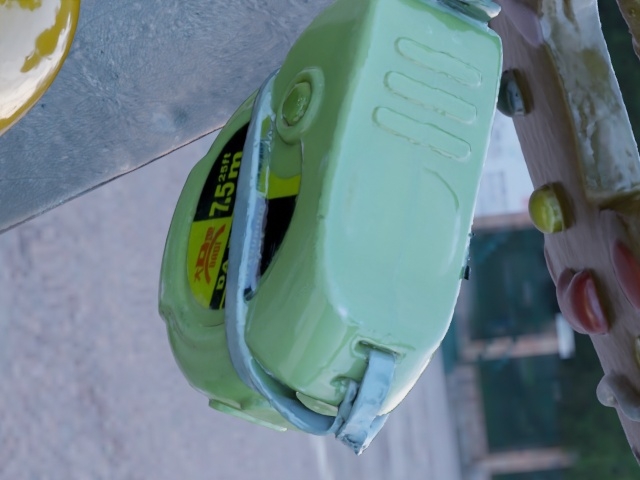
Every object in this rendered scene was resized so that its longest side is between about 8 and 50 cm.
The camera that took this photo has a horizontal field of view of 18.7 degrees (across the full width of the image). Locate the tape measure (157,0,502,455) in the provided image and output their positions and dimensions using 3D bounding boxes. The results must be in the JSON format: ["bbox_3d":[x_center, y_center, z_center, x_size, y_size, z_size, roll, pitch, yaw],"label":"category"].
[{"bbox_3d":[0.000,0.000,0.773,0.154,0.087,0.177,-16,-124,54],"label":"tape measure"}]

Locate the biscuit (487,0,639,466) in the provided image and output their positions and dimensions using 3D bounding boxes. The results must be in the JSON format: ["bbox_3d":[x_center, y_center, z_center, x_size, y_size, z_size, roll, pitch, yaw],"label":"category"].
[{"bbox_3d":[0.169,-0.007,1.231,0.283,0.064,0.432,-163,-124,-86],"label":"biscuit"}]

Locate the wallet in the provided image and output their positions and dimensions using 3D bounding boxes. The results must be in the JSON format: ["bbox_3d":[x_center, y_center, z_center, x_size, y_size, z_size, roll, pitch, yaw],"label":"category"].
[{"bbox_3d":[-0.117,-0.113,1.164,0.172,0.318,0.045,51,18,-46],"label":"wallet"}]

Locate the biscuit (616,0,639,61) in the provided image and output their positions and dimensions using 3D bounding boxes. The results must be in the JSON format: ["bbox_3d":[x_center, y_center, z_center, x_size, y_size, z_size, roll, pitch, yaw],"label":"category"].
[{"bbox_3d":[0.200,-0.171,0.967,0.226,0.042,0.226,-21,116,-50],"label":"biscuit"}]

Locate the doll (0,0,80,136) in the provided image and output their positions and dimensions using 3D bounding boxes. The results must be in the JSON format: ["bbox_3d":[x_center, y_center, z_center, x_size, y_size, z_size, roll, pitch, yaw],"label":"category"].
[{"bbox_3d":[-0.228,-0.100,0.886,0.236,0.213,0.213,-52,-166,23],"label":"doll"}]
